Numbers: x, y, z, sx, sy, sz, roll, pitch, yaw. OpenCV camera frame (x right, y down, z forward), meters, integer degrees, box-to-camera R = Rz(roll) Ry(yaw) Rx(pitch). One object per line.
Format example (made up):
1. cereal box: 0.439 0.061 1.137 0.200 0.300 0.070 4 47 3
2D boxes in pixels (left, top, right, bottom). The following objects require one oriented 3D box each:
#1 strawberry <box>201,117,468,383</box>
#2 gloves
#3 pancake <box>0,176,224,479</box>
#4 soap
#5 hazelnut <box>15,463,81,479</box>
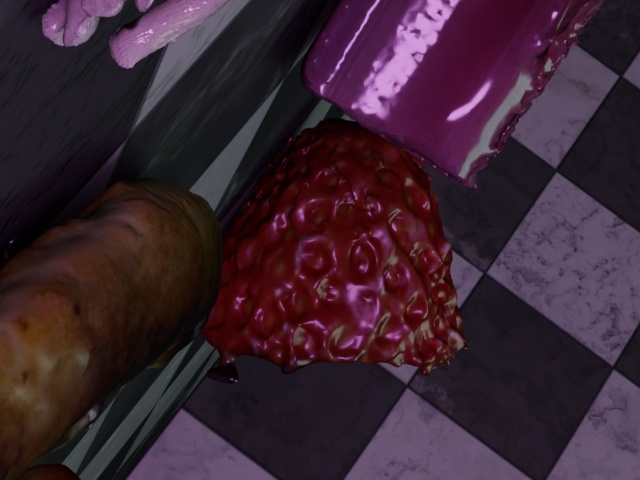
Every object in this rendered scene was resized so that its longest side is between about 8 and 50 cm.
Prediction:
1. strawberry: 0.000 0.000 1.323 0.234 0.234 0.178 -45 141 -76
2. gloves: -0.037 -0.073 0.475 0.081 0.037 0.044 -35 133 -28
3. pancake: -0.146 0.105 0.666 0.305 0.067 0.427 -52 180 8
4. soap: 0.124 -0.189 0.986 0.325 0.127 0.220 -55 179 7
5. hazelnut: -0.178 0.182 1.145 0.086 0.086 0.086 -53 178 -3
